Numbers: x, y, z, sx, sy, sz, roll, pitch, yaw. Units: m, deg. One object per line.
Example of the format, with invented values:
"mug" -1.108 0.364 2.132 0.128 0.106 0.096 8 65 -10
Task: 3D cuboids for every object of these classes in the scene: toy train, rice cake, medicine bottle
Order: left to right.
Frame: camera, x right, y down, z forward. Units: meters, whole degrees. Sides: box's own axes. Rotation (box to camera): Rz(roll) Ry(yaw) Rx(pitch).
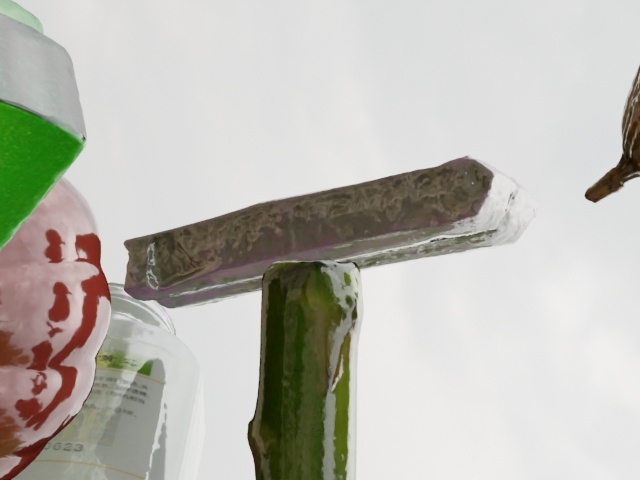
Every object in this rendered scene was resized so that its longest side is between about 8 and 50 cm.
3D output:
"toy train" -0.150 -0.087 0.459 0.119 0.085 0.251 -44 -136 30
"medicine bottle" -0.180 0.151 0.943 0.324 0.179 0.124 -89 178 -63
"rice cake" -0.002 0.000 0.893 0.298 0.106 0.050 -12 -105 24

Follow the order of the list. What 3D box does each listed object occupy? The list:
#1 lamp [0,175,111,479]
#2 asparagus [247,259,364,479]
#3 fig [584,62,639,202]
"lamp" -0.227 0.033 0.693 0.227 0.227 0.227 175 -90 -69
"asparagus" -0.007 0.145 0.728 0.060 0.067 0.277 130 -40 -74
"fig" 0.221 -0.079 0.703 0.153 0.119 0.119 153 -70 -64
